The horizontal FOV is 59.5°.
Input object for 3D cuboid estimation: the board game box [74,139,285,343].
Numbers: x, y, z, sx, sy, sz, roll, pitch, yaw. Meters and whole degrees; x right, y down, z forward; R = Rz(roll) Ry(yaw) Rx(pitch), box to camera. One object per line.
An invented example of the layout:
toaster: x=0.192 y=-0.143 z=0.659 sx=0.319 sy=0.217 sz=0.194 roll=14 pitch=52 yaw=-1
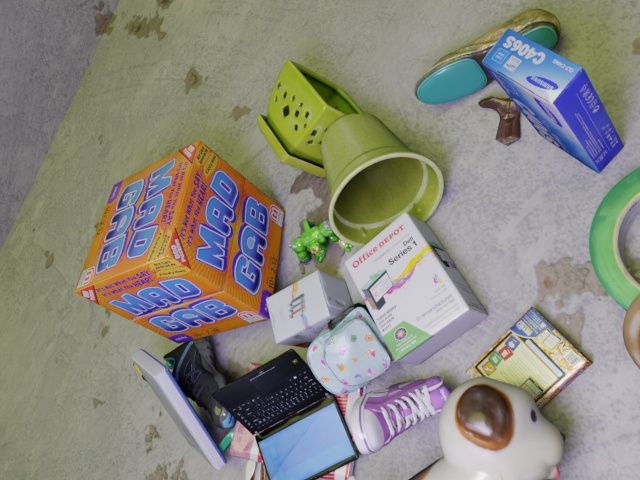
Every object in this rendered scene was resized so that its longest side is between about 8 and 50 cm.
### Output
board game box: x=-0.359 y=0.023 z=1.518 sx=0.356 sy=0.356 sz=0.356 roll=-19 pitch=49 yaw=31

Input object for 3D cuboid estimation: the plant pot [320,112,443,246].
plant pot: x=0.118 y=-0.168 z=1.354 sx=0.276 sy=0.276 sz=0.254 roll=-41 pitch=43 yaw=20

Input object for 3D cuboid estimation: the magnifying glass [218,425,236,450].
magnifying glass: x=-0.187 y=0.464 z=1.482 sx=0.026 sy=0.092 sz=0.231 roll=42 pitch=92 yaw=12

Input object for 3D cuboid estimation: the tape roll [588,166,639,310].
tape roll: x=0.654 y=0.006 z=0.985 sx=0.321 sy=0.077 sz=0.321 roll=-12 pitch=69 yaw=33

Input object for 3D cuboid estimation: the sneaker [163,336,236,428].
sneaker: x=-0.327 y=0.400 z=1.527 sx=0.140 sy=0.125 sz=0.341 roll=-21 pitch=33 yaw=-18

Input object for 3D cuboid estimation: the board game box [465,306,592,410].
board game box: x=0.409 y=0.252 z=1.112 sx=0.193 sy=0.045 sz=0.147 roll=-49 pitch=53 yaw=15

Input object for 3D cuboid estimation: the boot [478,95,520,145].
boot: x=0.410 y=-0.274 z=1.289 sx=0.106 sy=0.037 sz=0.114 roll=2 pitch=82 yaw=40

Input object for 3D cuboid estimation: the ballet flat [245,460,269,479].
ballet flat: x=-0.166 y=0.627 z=1.412 sx=0.080 sy=0.073 sz=0.232 roll=-9 pitch=71 yaw=33

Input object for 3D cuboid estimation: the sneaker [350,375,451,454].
sneaker: x=0.173 y=0.331 z=1.118 sx=0.161 sy=0.282 sz=0.102 roll=-23 pitch=85 yaw=28

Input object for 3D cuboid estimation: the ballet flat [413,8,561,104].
ballet flat: x=0.384 y=-0.431 z=1.318 sx=0.348 sy=0.123 sz=0.123 roll=-22 pitch=64 yaw=31

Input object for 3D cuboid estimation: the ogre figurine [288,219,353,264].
ogre figurine: x=0.000 y=0.000 z=1.456 sx=0.197 sy=0.118 sz=0.097 roll=-9 pitch=70 yaw=36

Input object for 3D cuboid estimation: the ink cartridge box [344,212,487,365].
ink cartridge box: x=0.206 y=0.107 z=1.266 sx=0.201 sy=0.117 sz=0.278 roll=-41 pitch=55 yaw=20

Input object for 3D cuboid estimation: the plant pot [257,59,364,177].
plant pot: x=-0.023 y=-0.311 z=1.513 sx=0.207 sy=0.227 sz=0.228 roll=-50 pitch=53 yaw=22

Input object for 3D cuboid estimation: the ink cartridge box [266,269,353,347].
ink cartridge box: x=-0.022 y=0.176 z=1.410 sx=0.176 sy=0.128 sz=0.127 roll=-29 pitch=60 yaw=26

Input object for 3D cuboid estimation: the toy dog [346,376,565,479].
toy dog: x=0.270 y=0.446 z=0.995 sx=0.395 sy=0.284 sz=0.408 roll=25 pitch=90 yaw=34

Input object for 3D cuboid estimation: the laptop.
laptop: x=-0.084 y=0.423 z=1.284 sx=0.234 sy=0.264 sz=0.136 roll=-31 pitch=26 yaw=12

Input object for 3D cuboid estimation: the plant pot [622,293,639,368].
plant pot: x=0.620 y=0.165 z=0.904 sx=0.236 sy=0.032 sz=0.236 roll=15 pitch=119 yaw=28

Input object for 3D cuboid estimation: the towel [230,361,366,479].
towel: x=-0.061 y=0.436 z=1.367 sx=0.329 sy=0.037 sz=0.237 roll=2 pitch=72 yaw=27

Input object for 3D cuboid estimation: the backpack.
backpack: x=0.065 y=0.257 z=1.273 sx=0.188 sy=0.144 sz=0.166 roll=-37 pitch=91 yaw=10

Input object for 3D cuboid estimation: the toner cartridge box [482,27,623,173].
toner cartridge box: x=0.445 y=-0.250 z=1.049 sx=0.075 sy=0.348 sz=0.165 roll=-52 pitch=52 yaw=14

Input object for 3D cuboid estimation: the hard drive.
hard drive: x=-0.375 y=0.444 z=1.480 sx=0.040 sy=0.318 sz=0.210 roll=-36 pitch=23 yaw=-27

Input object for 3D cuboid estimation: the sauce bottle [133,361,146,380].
sauce bottle: x=-0.556 y=0.426 z=1.792 sx=0.128 sy=0.042 sz=0.042 roll=35 pitch=98 yaw=41
